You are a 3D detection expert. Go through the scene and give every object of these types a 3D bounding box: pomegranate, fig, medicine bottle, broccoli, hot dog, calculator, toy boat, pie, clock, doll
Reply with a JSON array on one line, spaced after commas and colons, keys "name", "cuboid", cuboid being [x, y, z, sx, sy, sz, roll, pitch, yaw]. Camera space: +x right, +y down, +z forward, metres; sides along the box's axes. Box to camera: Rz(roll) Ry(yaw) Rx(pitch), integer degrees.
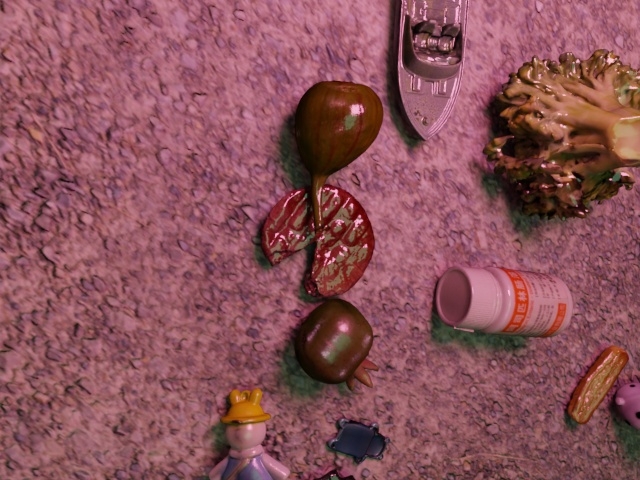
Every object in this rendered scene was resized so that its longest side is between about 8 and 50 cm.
[{"name": "pomegranate", "cuboid": [0.038, 0.204, 0.855, 0.152, 0.131, 0.191, -50, 130, -12]}, {"name": "fig", "cuboid": [0.019, -0.147, 0.797, 0.151, 0.151, 0.260, 6, 105, -19]}, {"name": "medicine bottle", "cuboid": [0.379, 0.127, 0.941, 0.251, 0.144, 0.145, 7, 94, -15]}, {"name": "broccoli", "cuboid": [0.500, -0.207, 0.907, 0.323, 0.272, 0.335, 3, 105, 21]}, {"name": "hot dog", "cuboid": [0.677, 0.351, 1.114, 0.066, 0.047, 0.216, 35, 86, -4]}, {"name": "calculator", "cuboid": [0.084, 0.419, 0.944, 0.141, 0.019, 0.094, 27, 88, -20]}, {"name": "toy boat", "cuboid": [0.208, -0.350, 0.853, 0.141, 0.092, 0.320, 0, 97, -16]}, {"name": "pie", "cuboid": [0.000, 0.000, 0.850, 0.204, 0.054, 0.219, -39, 104, -10]}, {"name": "clock", "cuboid": [0.862, 0.427, 1.129, 0.253, 0.189, 0.189, 7, 94, -13]}, {"name": "doll", "cuboid": [-0.130, 0.393, 0.815, 0.098, 0.135, 0.241, 4, 78, -43]}]

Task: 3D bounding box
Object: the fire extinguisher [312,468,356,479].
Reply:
[{"name": "fire extinguisher", "cuboid": [-0.093, 0.568, 0.874, 0.375, 0.113, 0.200, -22, 60, -16]}]
